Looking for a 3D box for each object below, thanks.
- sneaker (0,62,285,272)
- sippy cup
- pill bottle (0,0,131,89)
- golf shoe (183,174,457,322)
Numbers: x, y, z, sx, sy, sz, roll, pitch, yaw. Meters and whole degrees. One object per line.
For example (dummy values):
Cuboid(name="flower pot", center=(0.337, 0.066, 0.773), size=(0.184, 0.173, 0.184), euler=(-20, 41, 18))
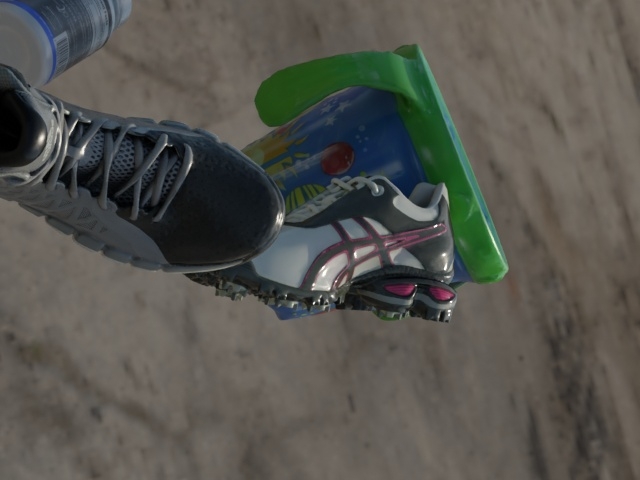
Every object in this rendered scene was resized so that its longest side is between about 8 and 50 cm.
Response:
Cuboid(name="sneaker", center=(-0.125, -0.037, 0.800), size=(0.132, 0.228, 0.086), euler=(-178, -76, -82))
Cuboid(name="sippy cup", center=(0.032, -0.038, 1.444), size=(0.240, 0.224, 0.305), euler=(-87, 155, -73))
Cuboid(name="pill bottle", center=(-0.219, -0.181, 1.269), size=(0.137, 0.078, 0.078), euler=(-46, 121, -51))
Cuboid(name="golf shoe", center=(0.000, 0.000, 1.241), size=(0.273, 0.105, 0.120), euler=(6, 92, -43))
